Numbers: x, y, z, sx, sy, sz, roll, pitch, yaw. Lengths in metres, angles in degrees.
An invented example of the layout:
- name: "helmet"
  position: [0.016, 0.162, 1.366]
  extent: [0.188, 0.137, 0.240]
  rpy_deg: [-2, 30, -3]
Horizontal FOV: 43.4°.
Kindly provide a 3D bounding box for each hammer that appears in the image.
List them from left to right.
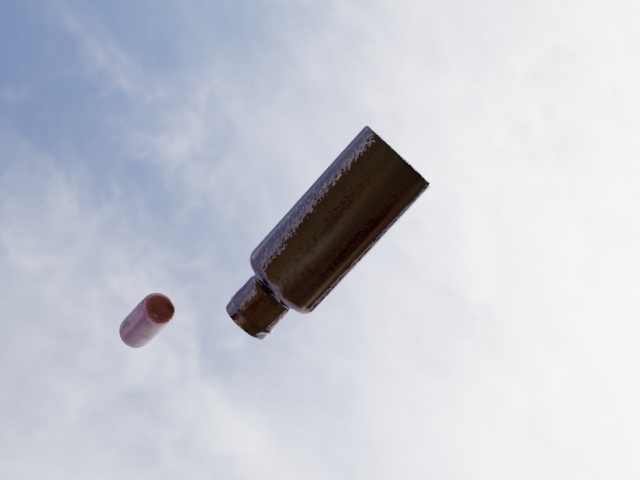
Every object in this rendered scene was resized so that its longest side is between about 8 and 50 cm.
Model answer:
- name: "hammer"
  position: [-0.188, 0.087, 0.874]
  extent: [0.043, 0.083, 0.043]
  rpy_deg: [22, -132, -26]

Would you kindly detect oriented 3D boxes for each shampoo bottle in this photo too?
- name: "shampoo bottle"
  position: [0.000, 0.000, 0.899]
  extent: [0.102, 0.260, 0.064]
  rpy_deg: [44, -172, 15]
